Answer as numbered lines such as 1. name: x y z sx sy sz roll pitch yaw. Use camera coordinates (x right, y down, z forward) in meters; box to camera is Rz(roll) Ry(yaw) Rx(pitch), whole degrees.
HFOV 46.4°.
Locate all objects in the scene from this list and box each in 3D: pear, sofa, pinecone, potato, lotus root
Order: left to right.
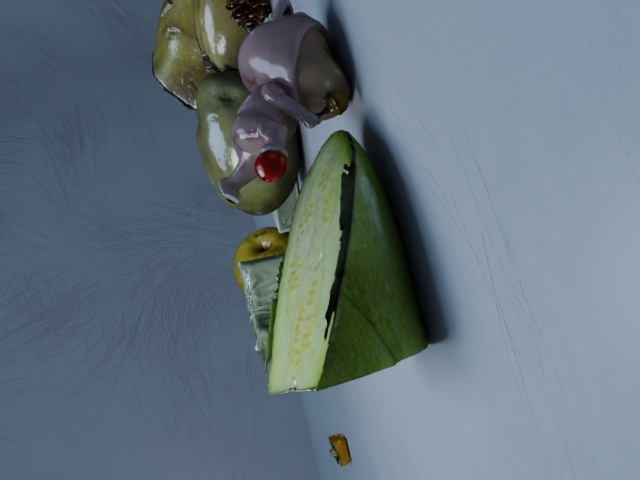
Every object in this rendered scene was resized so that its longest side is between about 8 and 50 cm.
1. potato: -0.289 -0.547 2.041 0.397 0.290 0.296 51 132 27
2. lotus root: -0.216 -0.536 1.732 0.183 0.183 0.310 -121 21 -65
3. potato: -0.158 -0.215 1.653 0.243 0.221 0.326 -170 68 -70
4. pinecone: -0.148 -0.502 1.617 0.109 0.102 0.102 46 -163 -45
5. pear: -0.120 0.072 1.943 0.209 0.209 0.208 167 90 -82
6. sofa: -0.058 0.134 1.596 0.225 0.210 0.176 -119 19 -73

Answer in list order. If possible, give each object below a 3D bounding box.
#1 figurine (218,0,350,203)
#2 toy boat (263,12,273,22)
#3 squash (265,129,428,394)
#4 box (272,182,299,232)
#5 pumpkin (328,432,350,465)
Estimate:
1. figurine: -0.045 -0.188 1.057 0.176 0.186 0.287 75 -148 -62
2. toy boat: -0.097 -0.446 1.522 0.083 0.038 0.038 -122 21 -64
3. squash: 0.006 0.017 0.963 0.233 0.210 0.309 -30 77 67
4. box: -0.110 -0.151 1.959 0.256 0.069 0.164 -116 15 -60
5. pumpkin: 0.051 0.589 2.093 0.083 0.054 0.074 176 76 -77
